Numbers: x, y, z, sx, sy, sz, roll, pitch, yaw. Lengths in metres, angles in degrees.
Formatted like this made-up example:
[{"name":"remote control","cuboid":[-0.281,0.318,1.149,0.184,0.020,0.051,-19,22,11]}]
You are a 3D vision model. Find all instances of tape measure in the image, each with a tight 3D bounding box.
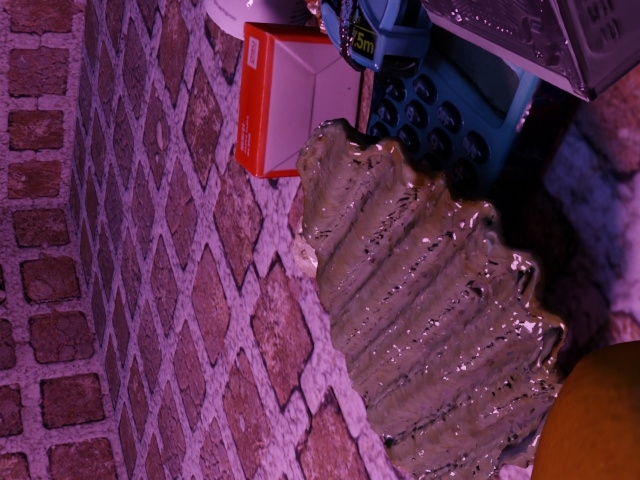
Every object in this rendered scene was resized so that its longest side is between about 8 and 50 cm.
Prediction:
[{"name":"tape measure","cuboid":[0.052,-0.228,0.749,0.125,0.080,0.146,47,130,48]}]

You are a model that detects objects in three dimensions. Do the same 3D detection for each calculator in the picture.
[{"name":"calculator","cuboid":[0.119,-0.117,0.780,0.248,0.058,0.274,-119,34,-42]}]

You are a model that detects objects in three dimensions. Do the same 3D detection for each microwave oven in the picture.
[{"name":"microwave oven","cuboid":[0.144,-0.215,0.567,0.162,0.122,0.208,52,178,-39]}]

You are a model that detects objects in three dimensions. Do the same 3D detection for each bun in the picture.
[{"name":"bun","cuboid":[0.000,0.000,1.032,0.115,0.069,0.115,177,90,-65]}]

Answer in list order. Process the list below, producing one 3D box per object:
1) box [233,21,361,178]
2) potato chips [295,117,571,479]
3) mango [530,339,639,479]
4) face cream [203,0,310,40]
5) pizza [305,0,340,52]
[{"name":"box","cuboid":[-0.030,-0.172,0.993,0.099,0.133,0.182,-135,45,-58]},{"name":"potato chips","cuboid":[0.081,0.077,0.799,0.358,0.070,0.429,56,155,16]},{"name":"mango","cuboid":[0.228,0.270,0.431,0.300,0.232,0.446,133,137,-63]},{"name":"face cream","cuboid":[-0.035,-0.419,0.947,0.370,0.145,0.145,115,142,-48]},{"name":"pizza","cuboid":[0.017,-0.289,0.874,0.194,0.069,0.154,43,146,6]}]
